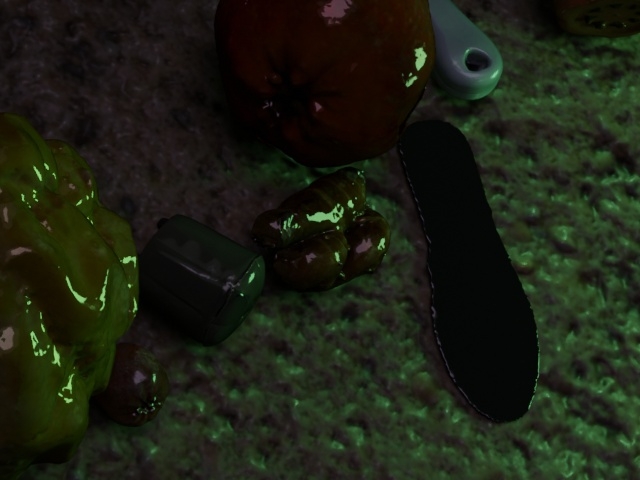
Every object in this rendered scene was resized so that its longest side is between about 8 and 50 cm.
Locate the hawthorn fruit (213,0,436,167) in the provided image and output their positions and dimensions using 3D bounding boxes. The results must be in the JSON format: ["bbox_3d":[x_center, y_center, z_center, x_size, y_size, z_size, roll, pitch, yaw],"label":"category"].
[{"bbox_3d":[0.011,-0.216,1.529,0.211,0.211,0.299,18,52,-9],"label":"hawthorn fruit"}]

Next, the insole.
[{"bbox_3d":[0.143,0.024,1.562,0.109,0.007,0.322,-6,67,-22],"label":"insole"}]

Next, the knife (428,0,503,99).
[{"bbox_3d":[0.076,-0.278,1.674,0.080,0.044,0.331,-27,70,-20],"label":"knife"}]

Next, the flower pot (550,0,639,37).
[{"bbox_3d":[0.309,-0.314,1.690,0.191,0.190,0.173,2,75,-17],"label":"flower pot"}]

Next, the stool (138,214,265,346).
[{"bbox_3d":[-0.110,0.033,1.427,0.110,0.096,0.096,32,60,5],"label":"stool"}]

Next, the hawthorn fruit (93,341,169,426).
[{"bbox_3d":[-0.174,0.113,1.394,0.067,0.066,0.103,-20,47,-25],"label":"hawthorn fruit"}]

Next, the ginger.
[{"bbox_3d":[0.000,0.000,1.489,0.162,0.073,0.103,-30,89,-47],"label":"ginger"}]

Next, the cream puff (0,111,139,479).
[{"bbox_3d":[-0.250,0.030,1.253,0.291,0.324,0.257,27,34,28],"label":"cream puff"}]
